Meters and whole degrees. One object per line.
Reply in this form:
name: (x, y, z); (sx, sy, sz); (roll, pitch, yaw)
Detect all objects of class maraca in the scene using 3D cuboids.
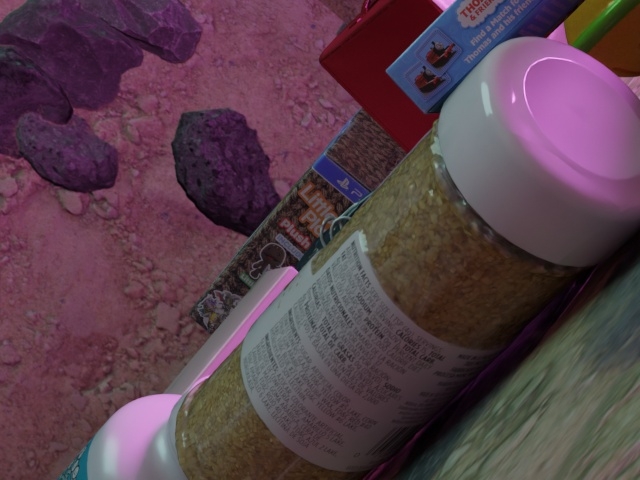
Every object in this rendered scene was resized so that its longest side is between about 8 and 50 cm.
maraca: (0.237, -0.180, 1.290); (0.185, 0.099, 0.127); (-42, -4, 15)

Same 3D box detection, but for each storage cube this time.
storage cube: (0.153, -0.191, 1.820); (0.184, 0.215, 0.193); (-50, 9, -31)

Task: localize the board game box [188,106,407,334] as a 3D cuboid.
board game box: (0.000, 0.000, 2.437); (0.291, 0.141, 0.232); (-49, 2, 25)

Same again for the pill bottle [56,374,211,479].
pill bottle: (-0.119, 0.203, 1.321); (0.264, 0.146, 0.146); (-48, 3, 33)

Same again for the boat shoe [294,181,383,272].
boat shoe: (0.048, 0.008, 2.066); (0.254, 0.095, 0.079); (-41, -9, 3)

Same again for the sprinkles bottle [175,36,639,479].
sprinkles bottle: (0.046, 0.039, 1.108); (0.355, 0.121, 0.121); (-48, 3, 40)

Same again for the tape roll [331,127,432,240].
tape roll: (0.051, 0.034, 1.386); (0.286, 0.100, 0.286); (-50, 2, 2)

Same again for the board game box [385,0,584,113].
board game box: (0.136, -0.156, 1.095); (0.211, 0.039, 0.160); (-45, -6, 11)

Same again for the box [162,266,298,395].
box: (-0.084, 0.160, 1.738); (0.275, 0.113, 0.094); (-52, 9, -14)
